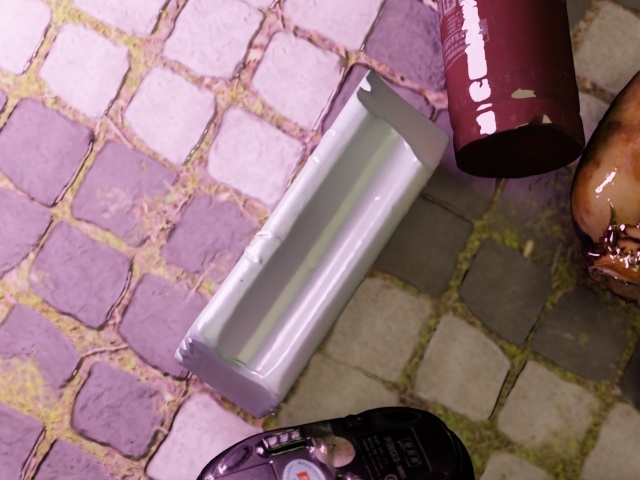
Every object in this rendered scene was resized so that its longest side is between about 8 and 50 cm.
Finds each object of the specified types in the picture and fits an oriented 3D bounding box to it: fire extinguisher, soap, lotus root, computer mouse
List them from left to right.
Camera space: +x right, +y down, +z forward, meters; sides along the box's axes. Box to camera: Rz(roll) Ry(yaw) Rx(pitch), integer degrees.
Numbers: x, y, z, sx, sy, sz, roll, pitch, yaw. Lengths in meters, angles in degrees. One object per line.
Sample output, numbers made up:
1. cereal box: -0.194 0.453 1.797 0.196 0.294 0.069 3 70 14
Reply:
1. soap: 0.000 0.000 1.466 0.095 0.173 0.289 35 75 -2
2. computer mouse: 0.010 0.217 1.447 0.233 0.096 0.137 -12 49 -8
3. fire extinguisher: 0.159 -0.232 1.552 0.114 0.135 0.337 1 70 -19
4. lotus root: 0.315 -0.062 1.547 0.169 0.141 0.314 33 64 -5
